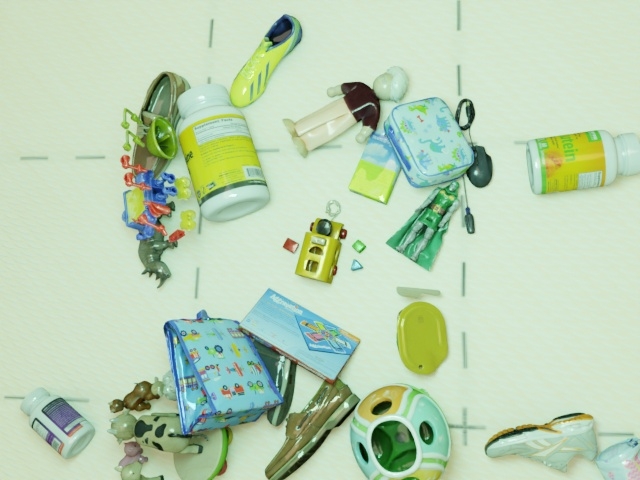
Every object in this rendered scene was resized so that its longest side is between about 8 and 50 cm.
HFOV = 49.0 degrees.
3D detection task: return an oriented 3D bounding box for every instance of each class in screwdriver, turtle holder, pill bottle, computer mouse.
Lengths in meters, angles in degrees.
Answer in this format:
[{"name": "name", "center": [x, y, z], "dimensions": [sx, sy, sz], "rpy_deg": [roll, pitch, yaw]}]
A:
[{"name": "screwdriver", "center": [0.374, -0.098, 1.797], "dimensions": [0.024, 0.025, 0.170], "rpy_deg": [-8, 72, 11]}, {"name": "turtle holder", "center": [0.182, 0.500, 1.641], "dimensions": [0.243, 0.227, 0.320], "rpy_deg": [4, 83, 12]}, {"name": "pill bottle", "center": [-0.268, -0.234, 1.862], "dimensions": [0.187, 0.188, 0.334], "rpy_deg": [-20, 78, 9]}, {"name": "pill bottle", "center": [0.630, -0.192, 1.690], "dimensions": [0.245, 0.136, 0.136], "rpy_deg": [-7, 81, 11]}, {"name": "pill bottle", "center": [-0.713, 0.487, 1.894], "dimensions": [0.193, 0.108, 0.108], "rpy_deg": [37, 91, 14]}, {"name": "computer mouse", "center": [0.391, -0.252, 1.799], "dimensions": [0.071, 0.041, 0.242], "rpy_deg": [-13, 79, 11]}]

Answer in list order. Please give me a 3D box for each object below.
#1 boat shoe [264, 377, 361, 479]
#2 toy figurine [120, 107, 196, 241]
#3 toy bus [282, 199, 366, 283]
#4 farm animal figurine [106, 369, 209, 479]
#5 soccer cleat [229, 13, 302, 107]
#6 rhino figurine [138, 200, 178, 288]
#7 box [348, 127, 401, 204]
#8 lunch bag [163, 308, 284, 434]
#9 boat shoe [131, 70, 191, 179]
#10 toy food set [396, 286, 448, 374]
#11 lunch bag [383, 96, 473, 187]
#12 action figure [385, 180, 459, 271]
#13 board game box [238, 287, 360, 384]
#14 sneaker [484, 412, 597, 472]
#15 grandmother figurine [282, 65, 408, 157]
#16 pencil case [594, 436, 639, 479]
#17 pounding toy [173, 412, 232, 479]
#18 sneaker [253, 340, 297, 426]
[{"name": "boat shoe", "center": [-0.038, 0.474, 1.762], "dimensions": [0.307, 0.111, 0.104], "rpy_deg": [-44, 72, -7]}, {"name": "toy figurine", "center": [-0.480, -0.132, 1.835], "dimensions": [0.217, 0.191, 0.363], "rpy_deg": [-33, 61, 37]}, {"name": "toy bus", "center": [0.002, 0.013, 1.812], "dimensions": [0.191, 0.104, 0.202], "rpy_deg": [-32, 77, 6]}, {"name": "farm animal figurine", "center": [-0.435, 0.497, 1.744], "dimensions": [0.326, 0.172, 0.330], "rpy_deg": [-22, 65, 30]}, {"name": "soccer cleat", "center": [-0.160, -0.493, 1.909], "dimensions": [0.093, 0.121, 0.289], "rpy_deg": [39, 92, 14]}, {"name": "rhino figurine", "center": [-0.449, 0.012, 1.923], "dimensions": [0.106, 0.073, 0.243], "rpy_deg": [-6, 78, 5]}, {"name": "box", "center": [0.156, -0.195, 1.840], "dimensions": [0.109, 0.042, 0.178], "rpy_deg": [22, 86, 13]}, {"name": "lunch bag", "center": [-0.254, 0.300, 1.723], "dimensions": [0.138, 0.221, 0.293], "rpy_deg": [-39, 62, 34]}, {"name": "boat shoe", "center": [-0.464, -0.320, 1.951], "dimensions": [0.123, 0.116, 0.325], "rpy_deg": [13, 85, 14]}, {"name": "toy food set", "center": [0.243, 0.223, 1.756], "dimensions": [0.128, 0.071, 0.218], "rpy_deg": [-2, 83, -12]}, {"name": "lunch bag", "center": [0.266, -0.247, 1.766], "dimensions": [0.176, 0.090, 0.219], "rpy_deg": [-19, 72, -20]}, {"name": "action figure", "center": [0.282, -0.055, 1.787], "dimensions": [0.137, 0.063, 0.232], "rpy_deg": [33, 86, 17]}, {"name": "board game box", "center": [-0.054, 0.240, 1.792], "dimensions": [0.281, 0.027, 0.145], "rpy_deg": [28, 53, 15]}, {"name": "sneaker", "center": [0.519, 0.490, 1.641], "dimensions": [0.262, 0.099, 0.121], "rpy_deg": [-15, 84, 11]}, {"name": "grandmother figurine", "center": [0.079, -0.343, 1.845], "dimensions": [0.342, 0.104, 0.208], "rpy_deg": [-30, 70, 7]}, {"name": "pencil case", "center": [0.732, 0.584, 1.573], "dimensions": [0.113, 0.124, 0.273], "rpy_deg": [-42, 69, 49]}, {"name": "pounding toy", "center": [-0.290, 0.521, 1.818], "dimensions": [0.183, 0.110, 0.237], "rpy_deg": [-51, 46, 13]}, {"name": "sneaker", "center": [-0.131, 0.360, 1.810], "dimensions": [0.118, 0.083, 0.222], "rpy_deg": [5, 73, 17]}]
